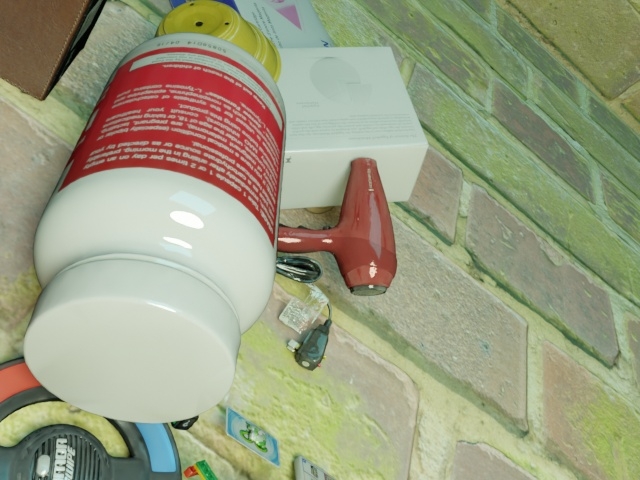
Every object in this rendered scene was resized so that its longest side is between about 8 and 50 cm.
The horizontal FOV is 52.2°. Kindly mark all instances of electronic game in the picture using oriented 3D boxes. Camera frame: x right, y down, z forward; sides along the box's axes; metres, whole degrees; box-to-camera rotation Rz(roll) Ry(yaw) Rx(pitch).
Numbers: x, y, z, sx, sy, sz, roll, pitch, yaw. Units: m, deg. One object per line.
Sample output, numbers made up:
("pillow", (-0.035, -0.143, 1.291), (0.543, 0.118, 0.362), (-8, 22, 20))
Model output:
("electronic game", (-0.228, 0.205, 0.572), (0.229, 0.048, 0.229), (26, 42, -26))

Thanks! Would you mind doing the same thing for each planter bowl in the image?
("planter bowl", (-0.168, -0.282, 0.946), (0.217, 0.090, 0.217), (-1, 55, 2))

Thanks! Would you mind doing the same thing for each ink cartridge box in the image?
("ink cartridge box", (-0.120, -0.417, 1.232), (0.330, 0.071, 0.324), (1, 57, -46))

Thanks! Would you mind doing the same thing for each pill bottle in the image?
("pill bottle", (-0.156, -0.030, 0.688), (0.229, 0.229, 0.407), (28, 36, -23))

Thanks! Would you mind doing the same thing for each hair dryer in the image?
("hair dryer", (0.000, 0.000, 0.862), (0.223, 0.080, 0.293), (44, 65, -7))

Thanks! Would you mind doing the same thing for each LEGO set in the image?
("LEGO set", (-0.062, 0.263, 0.653), (0.244, 0.060, 0.182), (40, 11, -19))

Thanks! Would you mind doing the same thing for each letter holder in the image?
("letter holder", (-0.346, -0.358, 0.760), (0.215, 0.302, 0.152), (30, 40, -21))

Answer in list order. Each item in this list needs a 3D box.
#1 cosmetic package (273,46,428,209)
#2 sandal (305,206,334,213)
("cosmetic package", (0.020, -0.177, 1.021), (0.224, 0.138, 0.224), (-4, 53, -12))
("sandal", (0.050, -0.117, 1.112), (0.088, 0.079, 0.240), (49, 37, 2))
